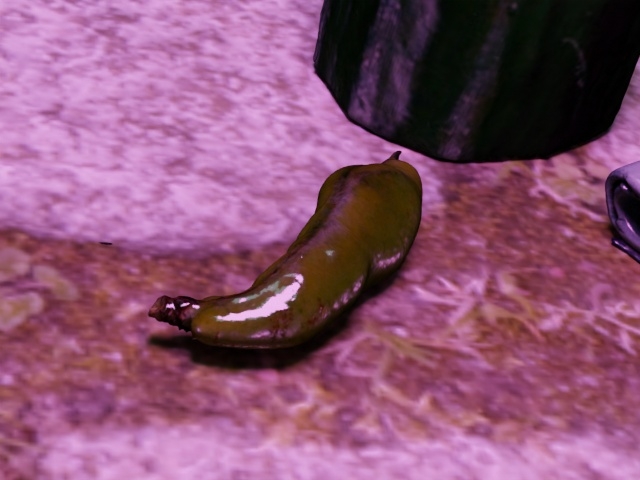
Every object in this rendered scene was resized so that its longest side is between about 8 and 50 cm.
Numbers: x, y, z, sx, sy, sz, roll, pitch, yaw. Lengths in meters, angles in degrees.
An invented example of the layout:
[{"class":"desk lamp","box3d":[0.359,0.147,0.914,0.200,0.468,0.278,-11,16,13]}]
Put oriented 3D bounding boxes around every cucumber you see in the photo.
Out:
[{"class":"cucumber","box3d":[0.096,-0.135,1.063,0.191,0.130,0.191,12,33,-8]}]

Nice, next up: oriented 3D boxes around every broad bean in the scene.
[{"class":"broad bean","box3d":[0.005,0.005,0.893,0.061,0.046,0.195,32,39,24]}]

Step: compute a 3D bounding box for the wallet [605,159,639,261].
[{"class":"wallet","box3d":[0.320,0.023,0.958,0.251,0.054,0.290,-16,47,-30]}]
